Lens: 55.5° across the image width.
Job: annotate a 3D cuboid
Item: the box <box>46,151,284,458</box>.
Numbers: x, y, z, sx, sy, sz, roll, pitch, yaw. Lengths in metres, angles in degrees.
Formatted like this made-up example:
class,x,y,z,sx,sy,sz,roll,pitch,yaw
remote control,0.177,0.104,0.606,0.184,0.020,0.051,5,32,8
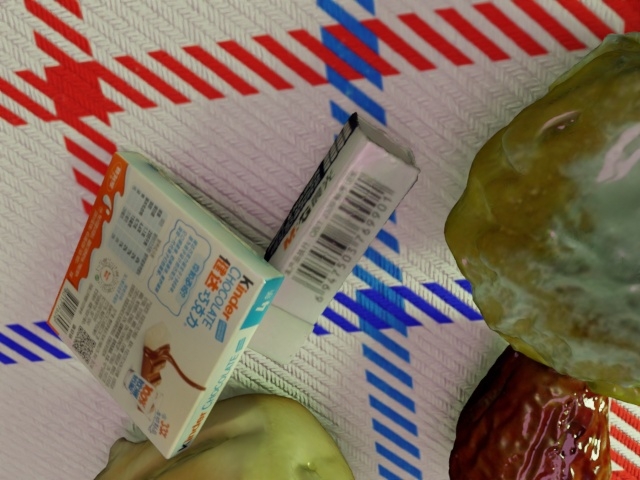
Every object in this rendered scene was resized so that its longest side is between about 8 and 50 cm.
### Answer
class,x,y,z,sx,sy,sz,roll,pitch,yaw
box,-0.202,0.075,0.736,0.265,0.048,0.273,39,112,23

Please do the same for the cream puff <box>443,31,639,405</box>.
class,x,y,z,sx,sy,sz,roll,pitch,yaw
cream puff,0.337,-0.018,0.609,0.379,0.276,0.377,-5,79,27

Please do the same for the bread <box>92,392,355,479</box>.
class,x,y,z,sx,sy,sz,roll,pitch,yaw
bread,-0.128,0.403,0.779,0.376,0.348,0.253,-36,125,17

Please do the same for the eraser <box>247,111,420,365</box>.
class,x,y,z,sx,sy,sz,roll,pitch,yaw
eraser,0.000,0.000,0.718,0.086,0.130,0.287,30,109,-12

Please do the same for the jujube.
class,x,y,z,sx,sy,sz,roll,pitch,yaw
jujube,0.266,0.266,0.770,0.197,0.197,0.290,8,112,0
